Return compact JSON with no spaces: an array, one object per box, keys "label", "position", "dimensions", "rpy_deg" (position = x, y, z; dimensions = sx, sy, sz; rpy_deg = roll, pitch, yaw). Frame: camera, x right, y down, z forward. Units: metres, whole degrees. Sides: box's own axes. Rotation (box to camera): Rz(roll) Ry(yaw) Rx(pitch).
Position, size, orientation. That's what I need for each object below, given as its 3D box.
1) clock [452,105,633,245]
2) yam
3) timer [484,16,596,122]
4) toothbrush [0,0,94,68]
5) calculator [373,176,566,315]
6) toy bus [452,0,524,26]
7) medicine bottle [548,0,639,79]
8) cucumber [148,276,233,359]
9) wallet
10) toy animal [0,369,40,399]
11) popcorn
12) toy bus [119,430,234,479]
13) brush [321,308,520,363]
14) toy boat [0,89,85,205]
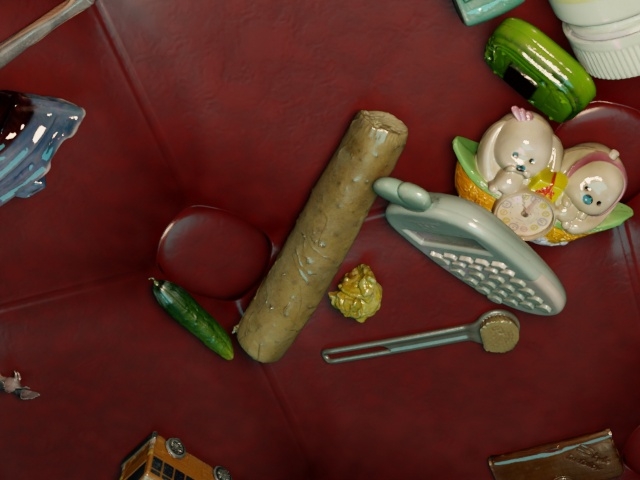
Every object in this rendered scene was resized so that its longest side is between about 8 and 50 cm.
[{"label":"clock","position":[0.260,-0.073,1.530],"dimensions":[0.231,0.103,0.144],"rpy_deg":[23,132,-11]},{"label":"yam","position":[0.000,0.000,1.610],"dimensions":[0.083,0.083,0.371],"rpy_deg":[23,121,-13]},{"label":"timer","position":[0.235,-0.182,1.428],"dimensions":[0.128,0.140,0.047],"rpy_deg":[41,87,3]},{"label":"toothbrush","position":[-0.297,-0.251,1.477],"dimensions":[0.375,0.028,0.037],"rpy_deg":[-29,126,21]},{"label":"calculator","position":[0.178,0.006,1.561],"dimensions":[0.295,0.042,0.184],"rpy_deg":[38,164,-33]},{"label":"toy bus","position":[0.133,-0.343,1.347],"dimensions":[0.091,0.109,0.261],"rpy_deg":[-23,122,11]},{"label":"medicine bottle","position":[0.272,-0.332,1.312],"dimensions":[0.158,0.158,0.318],"rpy_deg":[-22,121,18]},{"label":"cucumber","position":[-0.169,0.097,1.711],"dimensions":[0.039,0.039,0.168],"rpy_deg":[-32,120,22]},{"label":"wallet","position":[0.332,0.318,1.850],"dimensions":[0.176,0.026,0.095],"rpy_deg":[-16,125,15]},{"label":"toy animal","position":[-0.420,0.192,1.795],"dimensions":[0.028,0.050,0.084],"rpy_deg":[-46,148,3]},{"label":"popcorn","position":[0.049,0.064,1.665],"dimensions":[0.068,0.059,0.083],"rpy_deg":[-18,144,-33]},{"label":"toy bus","position":[-0.190,0.362,1.859],"dimensions":[0.182,0.103,0.091],"rpy_deg":[35,120,-21]},{"label":"brush","position":[0.130,0.136,1.730],"dimensions":[0.266,0.027,0.062],"rpy_deg":[-11,124,10]},{"label":"toy boat","position":[-0.402,-0.080,1.553],"dimensions":[0.309,0.129,0.142],"rpy_deg":[-30,148,19]}]
